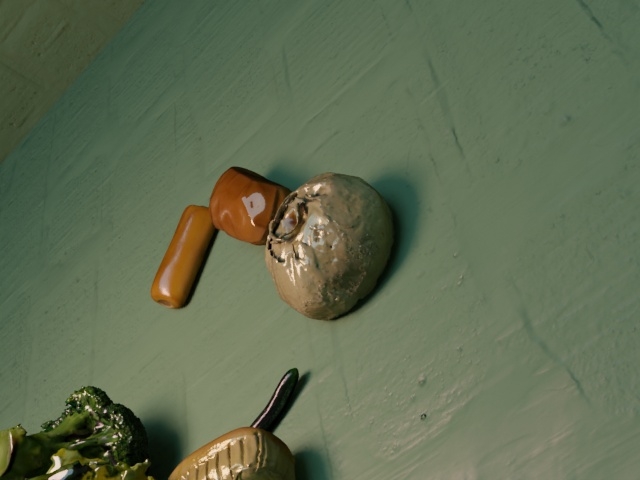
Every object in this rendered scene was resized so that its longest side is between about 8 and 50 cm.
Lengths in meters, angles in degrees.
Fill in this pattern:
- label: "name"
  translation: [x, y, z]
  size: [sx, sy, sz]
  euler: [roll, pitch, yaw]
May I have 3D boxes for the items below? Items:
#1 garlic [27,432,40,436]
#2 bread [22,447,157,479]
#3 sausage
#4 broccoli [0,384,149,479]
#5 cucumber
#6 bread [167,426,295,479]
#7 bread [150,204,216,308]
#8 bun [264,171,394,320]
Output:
- label: "garlic"
  translation: [-0.606, 0.521, 1.911]
  size: [0.292, 0.210, 0.237]
  euler: [128, 132, -56]
- label: "bread"
  translation: [-0.384, 0.530, 1.500]
  size: [0.208, 0.251, 0.376]
  euler: [89, -175, -86]
- label: "sausage"
  translation: [-0.136, -0.067, 1.833]
  size: [0.241, 0.120, 0.136]
  euler: [21, 95, 56]
- label: "broccoli"
  translation: [-0.463, 0.410, 1.710]
  size: [0.297, 0.297, 0.297]
  euler: [-19, 62, 42]
- label: "cucumber"
  translation: [-0.085, 0.291, 1.557]
  size: [0.036, 0.033, 0.184]
  euler: [38, 97, 36]
- label: "bread"
  translation: [-0.142, 0.378, 1.461]
  size: [0.236, 0.140, 0.106]
  euler: [-36, 36, 27]
- label: "bread"
  translation: [-0.292, 0.027, 2.003]
  size: [0.092, 0.074, 0.239]
  euler: [-8, 57, 55]
- label: "bun"
  translation: [0.000, 0.000, 1.577]
  size: [0.259, 0.152, 0.259]
  euler: [-34, 38, 31]
